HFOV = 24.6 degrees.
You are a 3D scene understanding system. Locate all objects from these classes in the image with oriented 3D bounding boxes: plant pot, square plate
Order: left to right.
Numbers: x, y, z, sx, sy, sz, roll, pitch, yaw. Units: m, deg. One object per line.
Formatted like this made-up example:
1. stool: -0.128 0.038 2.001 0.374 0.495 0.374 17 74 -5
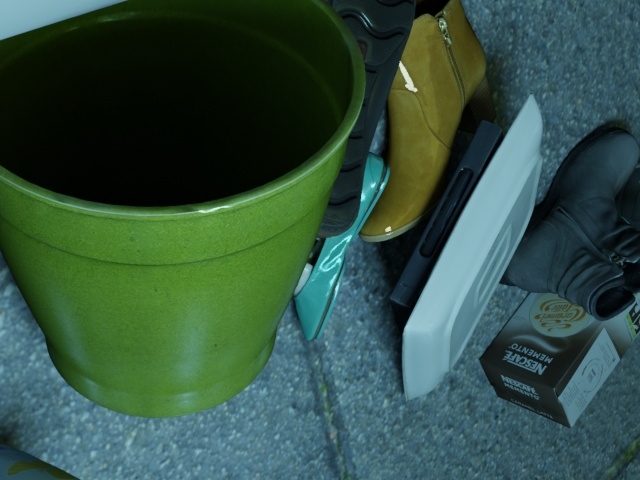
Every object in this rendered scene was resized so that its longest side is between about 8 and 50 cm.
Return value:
1. plant pot: -0.153 -0.029 1.386 0.366 0.366 0.353 -37 148 -33
2. square plate: 0.202 0.027 1.884 0.347 0.049 0.344 -61 167 -16

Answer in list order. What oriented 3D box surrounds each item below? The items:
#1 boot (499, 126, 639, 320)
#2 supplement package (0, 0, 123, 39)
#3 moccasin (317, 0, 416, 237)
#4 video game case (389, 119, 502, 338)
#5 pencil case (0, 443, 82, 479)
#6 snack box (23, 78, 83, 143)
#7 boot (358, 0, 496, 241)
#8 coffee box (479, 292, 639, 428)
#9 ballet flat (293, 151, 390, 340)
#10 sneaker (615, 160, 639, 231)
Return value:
1. boot: 0.420 -0.018 2.095 0.338 0.222 0.118 -47 134 -24
2. supplement package: -0.247 -0.278 1.173 0.293 0.175 0.177 -28 84 -46
3. moccasin: 0.013 -0.191 1.656 0.139 0.147 0.380 8 92 -33
4. video game case: 0.166 -0.001 1.873 0.248 0.035 0.275 -62 168 -9
5. pencil case: -0.279 0.280 1.420 0.113 0.273 0.124 16 86 -43
6. snack box: -0.242 -0.173 1.465 0.178 0.022 0.064 -42 134 -29
7. boot: 0.104 -0.162 1.802 0.295 0.104 0.211 -50 130 -29
8. coffee box: 0.369 0.136 2.165 0.246 0.141 0.098 -50 136 -22
9. ballet flat: 0.000 0.000 1.755 0.087 0.083 0.247 18 108 -11
10. sneaker: 0.531 -0.001 2.315 0.101 0.106 0.267 -30 124 -35
